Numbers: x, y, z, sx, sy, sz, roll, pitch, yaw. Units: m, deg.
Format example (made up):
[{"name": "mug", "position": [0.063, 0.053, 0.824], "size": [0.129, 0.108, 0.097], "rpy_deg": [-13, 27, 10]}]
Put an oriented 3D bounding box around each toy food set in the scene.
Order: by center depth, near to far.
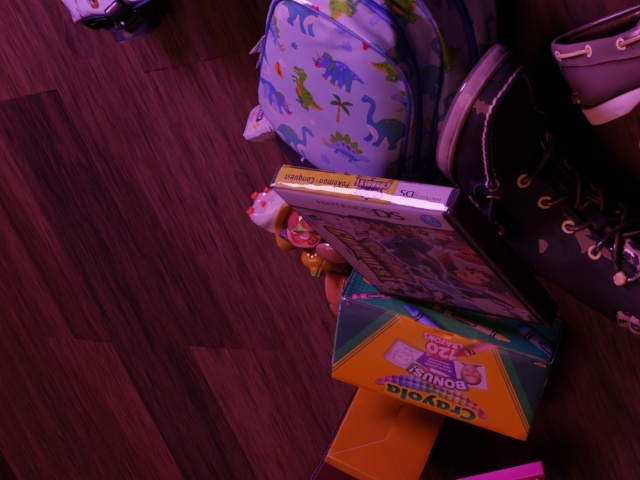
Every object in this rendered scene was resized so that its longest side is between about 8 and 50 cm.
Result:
[{"name": "toy food set", "position": [0.000, 0.000, 1.872], "size": [0.128, 0.071, 0.218], "rpy_deg": [13, 160, -5]}]

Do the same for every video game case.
[{"name": "video game case", "position": [0.109, 0.008, 1.588], "size": [0.248, 0.035, 0.275], "rpy_deg": [10, 157, 38]}]

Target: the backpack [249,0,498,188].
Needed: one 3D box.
[{"name": "backpack", "position": [0.065, -0.197, 1.575], "size": [0.290, 0.273, 0.355], "rpy_deg": [41, 134, 21]}]

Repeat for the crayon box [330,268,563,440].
[{"name": "crayon box", "position": [0.160, 0.142, 1.812], "size": [0.278, 0.081, 0.165], "rpy_deg": [17, 137, 10]}]

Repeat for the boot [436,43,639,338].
[{"name": "boot", "position": [0.277, -0.037, 1.504], "size": [0.284, 0.138, 0.377], "rpy_deg": [31, 158, 23]}]

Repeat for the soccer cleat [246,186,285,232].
[{"name": "soccer cleat", "position": [-0.020, -0.054, 1.937], "size": [0.076, 0.068, 0.196], "rpy_deg": [35, 147, -30]}]

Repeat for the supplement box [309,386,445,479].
[{"name": "supplement box", "position": [0.077, 0.306, 2.008], "size": [0.129, 0.191, 0.194], "rpy_deg": [27, 142, 2]}]

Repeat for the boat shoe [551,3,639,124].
[{"name": "boat shoe", "position": [0.346, -0.208, 1.343], "size": [0.097, 0.116, 0.324], "rpy_deg": [52, 151, -7]}]

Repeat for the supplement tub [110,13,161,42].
[{"name": "supplement tub", "position": [-0.288, -0.373, 1.904], "size": [0.106, 0.106, 0.198], "rpy_deg": [2, 123, 47]}]

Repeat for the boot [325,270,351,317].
[{"name": "boot", "position": [0.069, 0.067, 1.933], "size": [0.152, 0.073, 0.197], "rpy_deg": [26, 135, 37]}]

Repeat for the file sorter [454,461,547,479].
[{"name": "file sorter", "position": [0.186, 0.447, 1.872], "size": [0.202, 0.291, 0.182], "rpy_deg": [65, -167, -56]}]

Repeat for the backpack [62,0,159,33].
[{"name": "backpack", "position": [-0.225, -0.371, 1.717], "size": [0.263, 0.276, 0.213], "rpy_deg": [-13, 106, 59]}]

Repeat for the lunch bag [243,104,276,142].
[{"name": "lunch bag", "position": [-0.056, -0.165, 1.851], "size": [0.071, 0.083, 0.053], "rpy_deg": [-17, 108, 54]}]
